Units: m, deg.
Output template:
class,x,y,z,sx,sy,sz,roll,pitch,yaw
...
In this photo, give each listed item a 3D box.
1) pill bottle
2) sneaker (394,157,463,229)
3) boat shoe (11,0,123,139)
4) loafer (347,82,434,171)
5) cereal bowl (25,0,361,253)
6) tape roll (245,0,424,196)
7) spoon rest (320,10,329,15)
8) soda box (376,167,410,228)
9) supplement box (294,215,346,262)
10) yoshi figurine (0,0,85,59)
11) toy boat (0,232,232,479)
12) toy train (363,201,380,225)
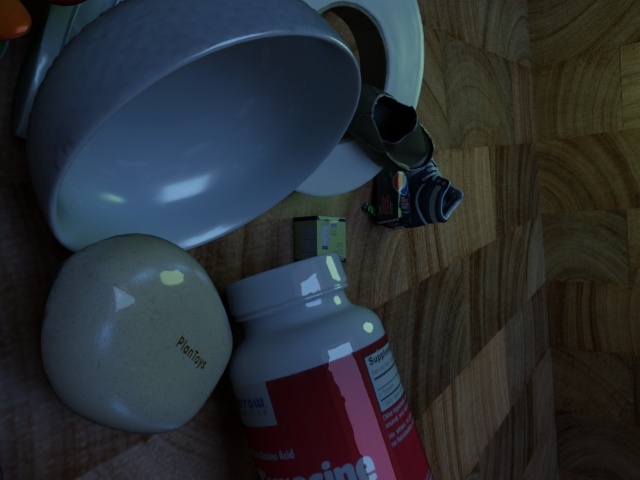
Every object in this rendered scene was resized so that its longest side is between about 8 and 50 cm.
class,x,y,z,sx,sy,sz,roll,pitch,yaw
pill bottle,0.006,0.235,0.613,0.229,0.229,0.408,-11,80,-49
sneaker,0.246,-0.166,1.006,0.099,0.153,0.283,15,77,-49
boat shoe,-0.257,-0.203,0.468,0.081,0.079,0.228,24,68,-43
loafer,0.122,-0.174,0.722,0.251,0.087,0.095,18,97,-45
cereal bowl,-0.133,-0.126,0.464,0.338,0.339,0.141,-20,71,-48
tape roll,0.016,-0.265,0.697,0.391,0.072,0.393,-18,121,-34
spoon rest,0.009,-0.281,0.804,0.137,0.084,0.277,-49,138,-37
soda box,0.160,-0.116,0.960,0.053,0.060,0.169,18,67,-47
supplement box,0.000,0.000,0.785,0.083,0.056,0.083,1,88,-50
yoshi figurine,-0.281,-0.258,0.333,0.362,0.202,0.204,-51,140,-16
toy boat,-0.231,0.142,0.441,0.318,0.148,0.268,-58,151,-35
toy train,0.119,-0.059,0.960,0.083,0.017,0.024,35,53,-44
